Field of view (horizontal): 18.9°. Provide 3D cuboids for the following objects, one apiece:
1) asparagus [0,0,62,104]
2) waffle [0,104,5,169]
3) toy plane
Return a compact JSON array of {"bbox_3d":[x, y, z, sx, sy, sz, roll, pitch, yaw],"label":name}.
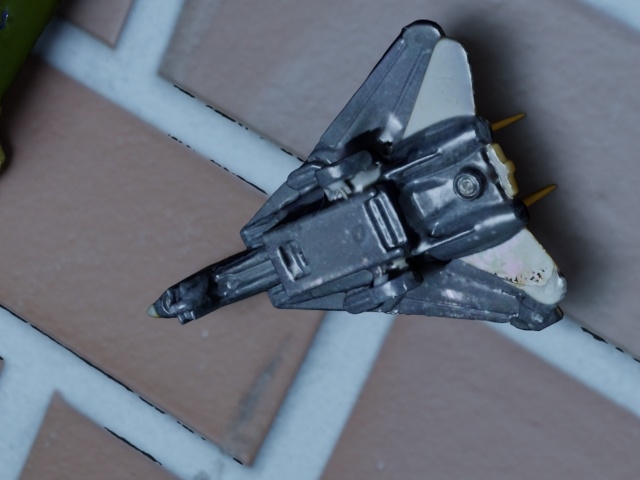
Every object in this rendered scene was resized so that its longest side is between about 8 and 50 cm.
[{"bbox_3d":[-0.263,-0.122,1.291,0.128,0.108,0.382,31,100,-7],"label":"asparagus"},{"bbox_3d":[-0.338,-0.107,1.393,0.243,0.059,0.238,-26,90,24],"label":"waffle"},{"bbox_3d":[-0.006,0.003,1.238,0.316,0.103,0.204,-23,92,27],"label":"toy plane"}]
